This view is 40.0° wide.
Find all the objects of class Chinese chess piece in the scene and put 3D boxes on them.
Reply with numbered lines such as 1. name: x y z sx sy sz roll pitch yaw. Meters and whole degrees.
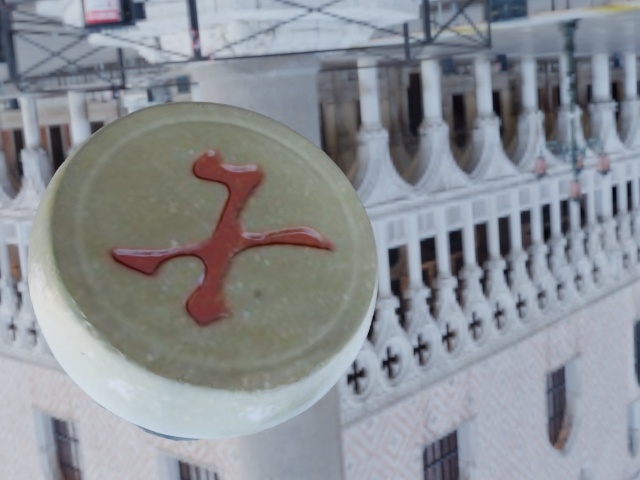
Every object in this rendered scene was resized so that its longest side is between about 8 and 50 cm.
1. Chinese chess piece: -0.110 0.025 0.860 0.338 0.338 0.140 -9 156 -25
